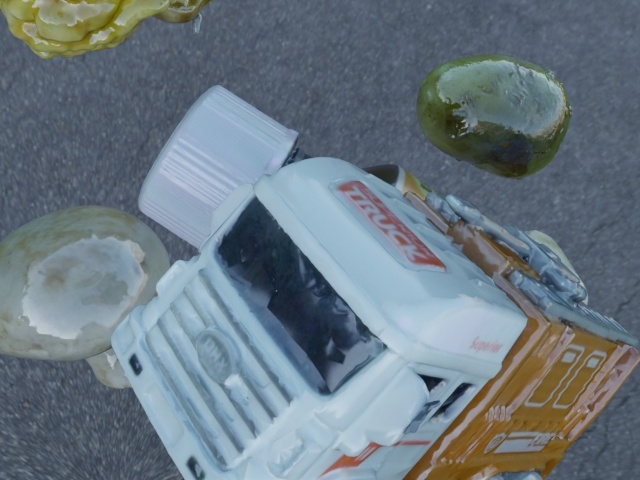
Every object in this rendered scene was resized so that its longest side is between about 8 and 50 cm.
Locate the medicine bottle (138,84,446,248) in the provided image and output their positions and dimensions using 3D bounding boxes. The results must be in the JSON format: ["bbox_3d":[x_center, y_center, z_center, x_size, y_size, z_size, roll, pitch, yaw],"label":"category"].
[{"bbox_3d":[0.000,0.000,0.859,0.395,0.242,0.242,32,66,-12],"label":"medicine bottle"}]

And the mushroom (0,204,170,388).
[{"bbox_3d":[-0.367,0.103,1.184,0.298,0.297,0.290,-27,118,-22],"label":"mushroom"}]

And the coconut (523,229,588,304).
[{"bbox_3d":[0.394,0.093,1.513,0.241,0.241,0.241,5,70,-13],"label":"coconut"}]

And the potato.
[{"bbox_3d":[0.303,-0.218,1.343,0.308,0.210,0.173,9,45,-30],"label":"potato"}]

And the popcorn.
[{"bbox_3d":[-0.177,-0.245,0.634,0.194,0.140,0.163,-21,100,-22],"label":"popcorn"}]

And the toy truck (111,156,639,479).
[{"bbox_3d":[0.072,0.077,0.518,0.207,0.388,0.173,-51,56,14],"label":"toy truck"}]
